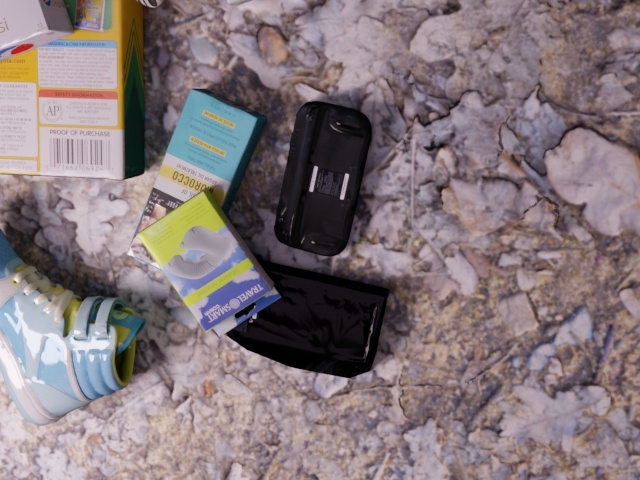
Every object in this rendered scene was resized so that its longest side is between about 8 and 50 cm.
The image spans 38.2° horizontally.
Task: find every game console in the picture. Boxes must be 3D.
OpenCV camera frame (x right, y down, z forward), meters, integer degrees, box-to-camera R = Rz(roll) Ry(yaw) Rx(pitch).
[{"bbox_3d":[0.000,0.000,1.240,0.213,0.044,0.361,13,102,6],"label":"game console"}]

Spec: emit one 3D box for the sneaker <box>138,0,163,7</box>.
[{"bbox_3d":[-0.199,-0.409,1.122,0.086,0.228,0.132,35,62,30],"label":"sneaker"}]

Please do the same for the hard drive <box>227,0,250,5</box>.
[{"bbox_3d":[0.020,-0.459,1.161,0.353,0.047,0.233,-14,96,12],"label":"hard drive"}]

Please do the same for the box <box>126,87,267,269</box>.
[{"bbox_3d":[-0.167,-0.074,1.247,0.101,0.060,0.244,25,102,6],"label":"box"}]

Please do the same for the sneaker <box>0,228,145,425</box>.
[{"bbox_3d":[-0.361,0.085,1.277,0.208,0.127,0.319,-19,105,14],"label":"sneaker"}]

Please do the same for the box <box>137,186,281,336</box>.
[{"bbox_3d":[-0.143,0.034,1.211,0.109,0.042,0.178,-33,99,8],"label":"box"}]

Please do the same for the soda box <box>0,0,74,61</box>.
[{"bbox_3d":[-0.430,-0.262,1.172,0.216,0.074,0.069,-16,96,13],"label":"soda box"}]

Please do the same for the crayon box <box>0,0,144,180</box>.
[{"bbox_3d":[-0.345,-0.248,1.240,0.203,0.083,0.322,3,100,10],"label":"crayon box"}]
